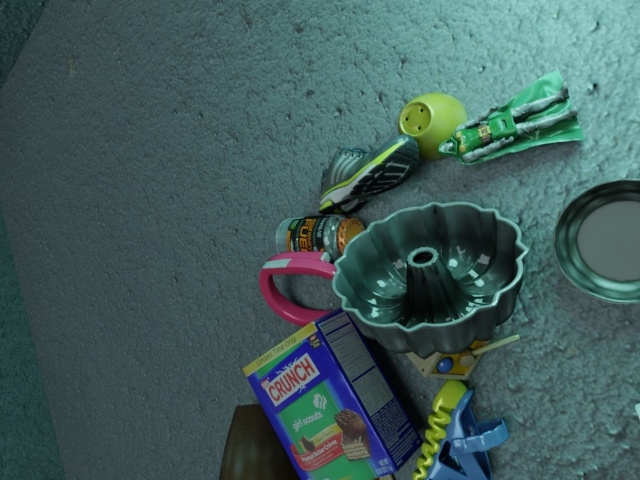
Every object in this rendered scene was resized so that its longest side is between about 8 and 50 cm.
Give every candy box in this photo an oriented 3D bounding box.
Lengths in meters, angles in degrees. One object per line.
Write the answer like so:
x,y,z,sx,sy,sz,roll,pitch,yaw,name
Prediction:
0.014,0.343,0.973,0.268,0.122,0.317,-41,73,36,candy box

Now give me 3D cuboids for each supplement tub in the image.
0.000,0.000,1.043,0.190,0.117,0.116,-4,90,36,supplement tub

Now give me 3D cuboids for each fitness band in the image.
-0.019,0.118,1.039,0.291,0.054,0.209,-3,129,36,fitness band

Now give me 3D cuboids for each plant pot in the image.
0.205,-0.227,0.893,0.134,0.095,0.134,3,95,36,plant pot
-0.153,0.529,1.147,0.215,0.215,0.230,-19,67,36,plant pot

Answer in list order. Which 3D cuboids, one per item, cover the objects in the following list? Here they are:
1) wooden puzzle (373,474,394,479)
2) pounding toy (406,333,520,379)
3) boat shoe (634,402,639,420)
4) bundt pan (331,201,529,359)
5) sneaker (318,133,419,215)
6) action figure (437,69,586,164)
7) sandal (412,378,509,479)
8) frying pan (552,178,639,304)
0.054,0.527,1.074,0.221,0.044,0.238,-32,73,33,wooden puzzle
0.264,0.196,0.858,0.130,0.141,0.100,-67,30,19,pounding toy
0.536,0.414,0.658,0.157,0.136,0.366,-19,78,35,boat shoe
0.194,0.073,0.812,0.331,0.331,0.124,3,131,36,bundt pan
0.080,-0.150,0.951,0.300,0.111,0.121,-29,67,52,sneaker
0.321,-0.198,0.814,0.232,0.063,0.137,-20,69,26,action figure
0.260,0.430,0.874,0.138,0.126,0.317,18,104,30,sandal
0.526,-0.028,0.694,0.326,0.053,0.197,-33,73,31,frying pan
